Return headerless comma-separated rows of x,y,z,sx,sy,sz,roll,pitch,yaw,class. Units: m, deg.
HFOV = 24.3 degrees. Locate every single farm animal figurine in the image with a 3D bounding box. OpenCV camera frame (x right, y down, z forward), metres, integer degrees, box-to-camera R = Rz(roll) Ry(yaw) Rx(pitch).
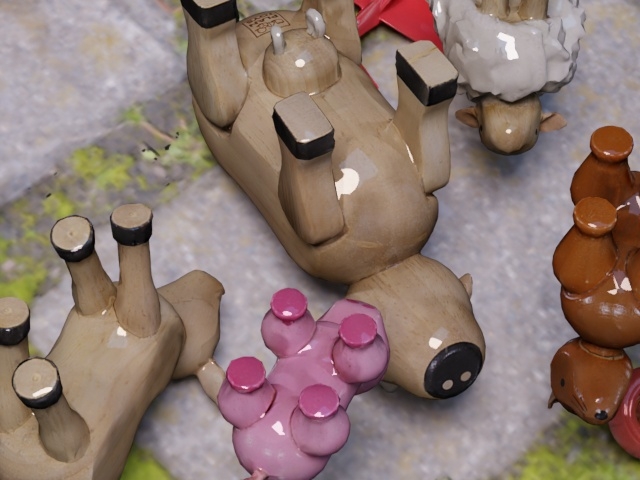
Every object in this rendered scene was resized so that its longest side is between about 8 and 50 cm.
0.000,0.000,0.721,0.330,0.172,0.326,-9,52,-7,farm animal figurine

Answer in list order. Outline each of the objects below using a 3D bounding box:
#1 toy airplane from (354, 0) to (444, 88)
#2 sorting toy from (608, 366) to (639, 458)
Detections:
0.026,-0.133,0.878,0.151,0.028,0.151,6,59,-10,toy airplane
0.192,0.102,0.770,0.102,0.042,0.061,39,75,-1,sorting toy
